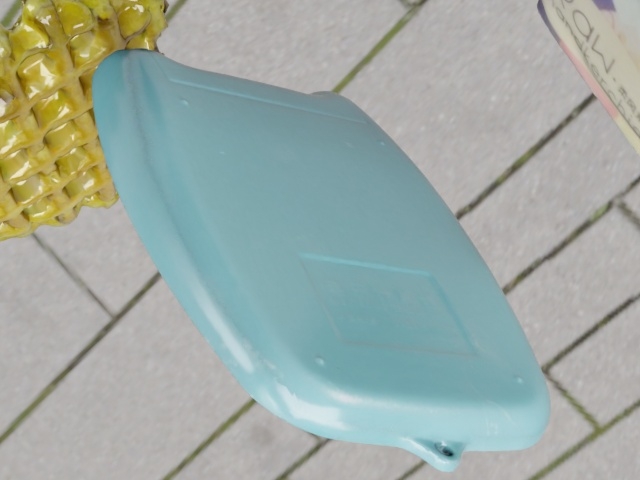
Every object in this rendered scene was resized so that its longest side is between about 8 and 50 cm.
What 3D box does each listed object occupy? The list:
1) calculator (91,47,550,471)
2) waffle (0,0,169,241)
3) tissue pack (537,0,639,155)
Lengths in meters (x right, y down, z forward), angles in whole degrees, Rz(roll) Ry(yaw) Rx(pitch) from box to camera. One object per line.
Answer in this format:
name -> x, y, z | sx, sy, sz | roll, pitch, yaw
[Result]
calculator -> 0.000, 0.000, 0.884 | 0.054, 0.256, 0.386 | -58, 41, 29
waffle -> -0.202, -0.092, 1.063 | 0.051, 0.291, 0.291 | 51, 124, 21
tissue pack -> 0.260, -0.148, 0.784 | 0.242, 0.125, 0.344 | 57, 164, 14
